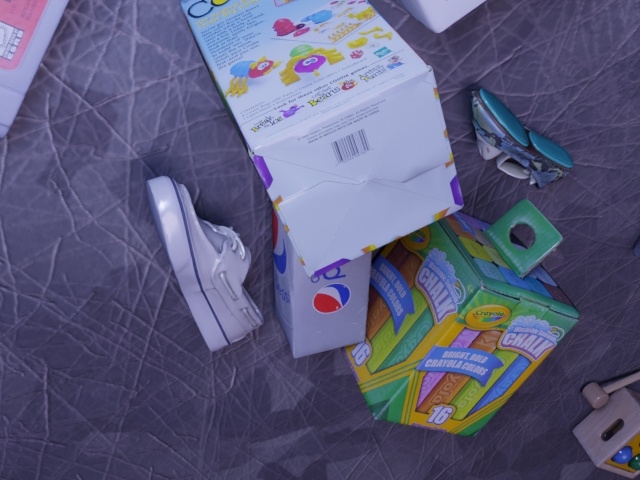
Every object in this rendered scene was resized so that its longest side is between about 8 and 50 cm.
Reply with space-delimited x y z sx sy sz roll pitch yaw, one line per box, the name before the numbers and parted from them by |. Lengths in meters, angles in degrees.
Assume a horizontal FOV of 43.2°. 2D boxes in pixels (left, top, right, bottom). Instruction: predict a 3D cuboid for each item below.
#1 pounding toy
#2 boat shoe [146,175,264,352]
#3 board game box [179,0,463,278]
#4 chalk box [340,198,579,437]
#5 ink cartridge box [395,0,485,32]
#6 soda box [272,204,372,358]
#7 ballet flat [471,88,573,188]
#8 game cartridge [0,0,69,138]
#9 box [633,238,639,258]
pounding toy | 0.535 0.313 1.403 0.206 0.094 0.181 25 115 -36
boat shoe | -0.121 0.025 0.906 0.088 0.096 0.267 -22 133 -9
board game box | -0.008 -0.125 0.707 0.144 0.275 0.142 -25 132 -2
chalk box | 0.178 0.077 1.013 0.179 0.180 0.289 18 117 -33
ink cartridge box | 0.102 -0.365 0.658 0.226 0.131 0.306 -34 130 7
soda box | 0.000 0.000 0.935 0.098 0.091 0.286 -12 131 -15
ballet flat | 0.225 -0.111 0.959 0.188 0.070 0.070 28 113 -33
game cartridge | -0.301 -0.234 0.653 0.196 0.060 0.294 20 117 -29
box | 0.615 -0.083 1.126 0.243 0.076 0.307 1 127 -23
